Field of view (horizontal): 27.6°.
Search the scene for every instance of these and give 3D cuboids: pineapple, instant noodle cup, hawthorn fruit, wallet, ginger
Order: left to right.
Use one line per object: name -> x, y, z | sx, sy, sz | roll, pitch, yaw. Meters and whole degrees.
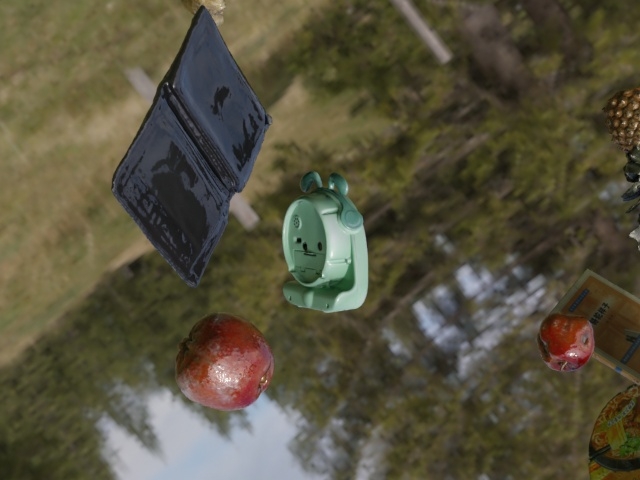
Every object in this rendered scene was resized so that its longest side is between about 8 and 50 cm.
wallet -> -0.167, -0.122, 1.771 | 0.041, 0.247, 0.323 | 5, -124, 28
ginger -> -0.207, -0.420, 2.253 | 0.052, 0.193, 0.176 | -46, -140, -3
hawthorn fruit -> -0.164, 0.214, 2.247 | 0.173, 0.173, 0.173 | -38, -178, 1
hawthorn fruit -> 0.356, 0.150, 1.893 | 0.093, 0.093, 0.093 | -38, -178, 1
pineapple -> 0.556, -0.120, 2.224 | 0.130, 0.277, 0.119 | -8, 164, -12
instant noodle cup -> 0.546, 0.334, 1.947 | 0.182, 0.230, 0.230 | 13, 147, -34

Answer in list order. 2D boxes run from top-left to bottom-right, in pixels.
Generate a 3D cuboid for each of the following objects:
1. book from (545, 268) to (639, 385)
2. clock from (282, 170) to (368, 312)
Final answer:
book -> 0.521, 0.158, 2.222 | 0.170, 0.242, 0.018 | -43, 157, -40
clock -> 0.001, 0.000, 1.764 | 0.060, 0.188, 0.148 | -5, -176, -31
